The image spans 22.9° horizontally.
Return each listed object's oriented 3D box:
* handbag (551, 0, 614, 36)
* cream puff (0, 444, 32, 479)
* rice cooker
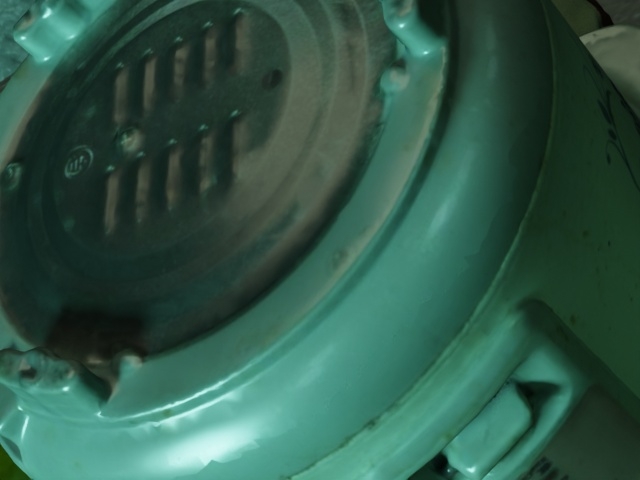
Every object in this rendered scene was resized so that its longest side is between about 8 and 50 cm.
[{"bbox_3d":[0.081,-0.046,0.819,0.213,0.235,0.127,-37,-24,11],"label":"handbag"},{"bbox_3d":[-0.203,0.087,0.803,0.274,0.270,0.323,-8,-22,-46],"label":"cream puff"},{"bbox_3d":[0.024,0.026,0.608,0.316,0.317,0.264,-39,43,-10],"label":"rice cooker"}]
